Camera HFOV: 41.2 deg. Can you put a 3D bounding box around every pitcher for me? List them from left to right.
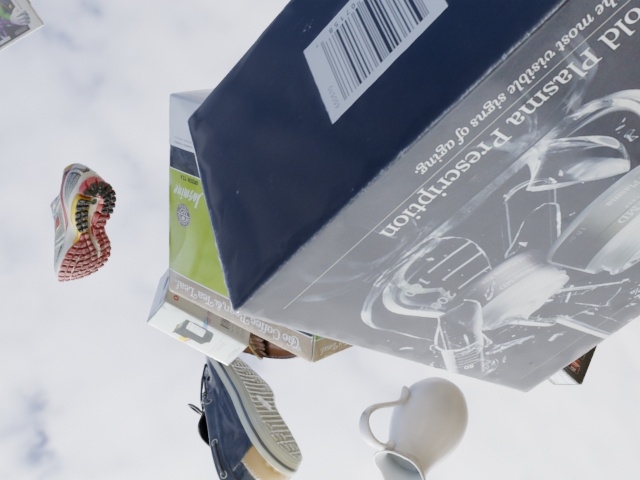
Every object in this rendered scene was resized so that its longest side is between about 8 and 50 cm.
[{"bbox_3d":[0.153,0.304,1.413,0.177,0.126,0.207,56,-137,-14],"label":"pitcher"}]

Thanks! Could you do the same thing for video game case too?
[{"bbox_3d":[-0.651,-0.435,1.606,0.173,0.190,0.022,59,-176,-20],"label":"video game case"}]

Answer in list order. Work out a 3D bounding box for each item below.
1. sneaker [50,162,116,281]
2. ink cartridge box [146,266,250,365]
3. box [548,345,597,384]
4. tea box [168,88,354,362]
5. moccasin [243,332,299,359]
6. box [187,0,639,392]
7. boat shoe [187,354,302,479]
[{"bbox_3d":[-0.387,-0.026,1.370,0.088,0.225,0.093,-12,-134,-42],"label":"sneaker"},{"bbox_3d":[-0.215,0.128,1.553,0.175,0.072,0.127,32,-147,-19],"label":"ink cartridge box"},{"bbox_3d":[0.348,0.068,1.353,0.270,0.060,0.216,41,-116,-20],"label":"box"},{"bbox_3d":[-0.045,-0.042,1.267,0.220,0.329,0.323,-14,-63,-44],"label":"tea box"},{"bbox_3d":[-0.171,0.164,1.726,0.147,0.380,0.139,-10,-70,-50],"label":"moccasin"},{"bbox_3d":[0.144,-0.079,0.574,0.313,0.343,0.178,19,-141,-40],"label":"box"},{"bbox_3d":[-0.179,0.360,1.762,0.187,0.156,0.500,43,-178,-26],"label":"boat shoe"}]
